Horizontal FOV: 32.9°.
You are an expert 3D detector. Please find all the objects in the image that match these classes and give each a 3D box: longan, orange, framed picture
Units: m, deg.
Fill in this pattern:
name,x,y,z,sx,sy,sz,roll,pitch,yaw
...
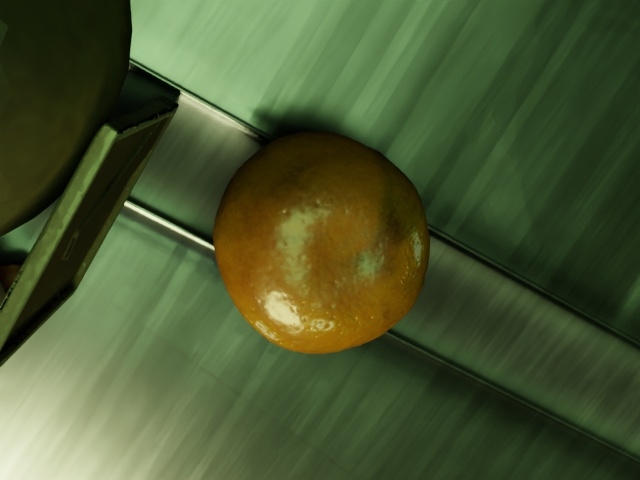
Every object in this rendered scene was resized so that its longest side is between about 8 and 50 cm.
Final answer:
name,x,y,z,sx,sy,sz,roll,pitch,yaw
longan,-0.340,-0.176,0.899,0.336,0.404,0.404,17,106,-45
orange,0.000,0.000,1.150,0.240,0.171,0.240,-5,106,-18
framed picture,-0.221,-0.015,1.013,0.022,0.335,0.247,30,100,-5

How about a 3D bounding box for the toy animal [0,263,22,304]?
name,x,y,z,sx,sy,sz,roll,pitch,yaw
toy animal,-0.407,0.098,1.053,0.169,0.281,0.195,-26,114,19
